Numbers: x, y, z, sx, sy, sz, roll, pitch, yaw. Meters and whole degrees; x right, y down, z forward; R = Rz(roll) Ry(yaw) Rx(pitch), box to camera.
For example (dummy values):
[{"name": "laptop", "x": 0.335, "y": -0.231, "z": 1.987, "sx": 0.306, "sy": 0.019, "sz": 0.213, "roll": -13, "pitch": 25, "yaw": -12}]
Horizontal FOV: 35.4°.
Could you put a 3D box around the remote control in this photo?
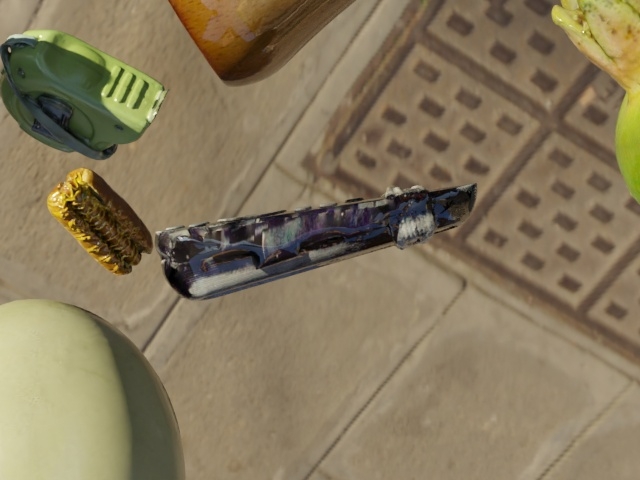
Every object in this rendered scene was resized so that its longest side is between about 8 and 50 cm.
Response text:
[{"name": "remote control", "x": 0.000, "y": 0.000, "z": 0.816, "sx": 0.266, "sy": 0.090, "sz": 0.066, "roll": -10, "pitch": 96, "yaw": 1}]

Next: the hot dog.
[{"name": "hot dog", "x": -0.245, "y": -0.021, "z": 1.122, "sx": 0.071, "sy": 0.045, "sz": 0.165, "roll": -41, "pitch": 143, "yaw": -7}]

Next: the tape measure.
[{"name": "tape measure", "x": -0.317, "y": -0.179, "z": 1.267, "sx": 0.200, "sy": 0.106, "sz": 0.175, "roll": 26, "pitch": 147, "yaw": -18}]

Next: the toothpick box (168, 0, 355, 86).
[{"name": "toothpick box", "x": 0.008, "y": -0.266, "z": 0.863, "sx": 0.294, "sy": 0.192, "sz": 0.192, "roll": -31, "pitch": 113, "yaw": 3}]

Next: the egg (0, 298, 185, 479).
[{"name": "egg", "x": -0.219, "y": 0.179, "z": 0.801, "sx": 0.219, "sy": 0.219, "sz": 0.269, "roll": -11, "pitch": 78, "yaw": 5}]

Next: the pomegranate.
[{"name": "pomegranate", "x": 0.330, "y": -0.126, "z": 0.864, "sx": 0.302, "sy": 0.236, "sz": 0.236, "roll": 29, "pitch": 113, "yaw": -8}]
